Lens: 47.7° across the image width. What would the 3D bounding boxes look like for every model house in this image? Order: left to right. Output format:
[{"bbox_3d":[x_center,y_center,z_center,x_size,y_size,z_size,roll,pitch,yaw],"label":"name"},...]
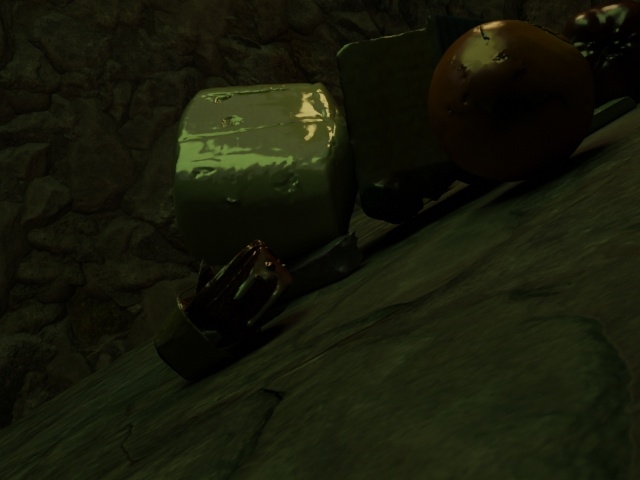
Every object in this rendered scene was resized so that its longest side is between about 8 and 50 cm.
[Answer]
[{"bbox_3d":[0.247,-0.220,1.466,0.343,0.334,0.382,-11,-8,11],"label":"model house"}]

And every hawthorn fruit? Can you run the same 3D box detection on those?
[{"bbox_3d":[0.567,-0.352,1.410,0.208,0.208,0.248,-29,-11,27],"label":"hawthorn fruit"}]

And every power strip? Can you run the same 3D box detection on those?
[{"bbox_3d":[0.448,-0.190,1.292,0.253,0.027,0.060,-30,6,-4],"label":"power strip"}]

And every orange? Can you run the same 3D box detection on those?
[{"bbox_3d":[0.286,-0.209,1.087,0.246,0.246,0.246,-30,3,2],"label":"orange"}]

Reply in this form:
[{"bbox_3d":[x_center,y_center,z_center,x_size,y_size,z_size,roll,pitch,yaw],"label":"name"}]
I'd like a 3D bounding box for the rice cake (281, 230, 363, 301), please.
[{"bbox_3d":[-0.054,0.077,1.391,0.399,0.064,0.070,-27,14,51],"label":"rice cake"}]

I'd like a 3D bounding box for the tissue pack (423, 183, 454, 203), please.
[{"bbox_3d":[0.272,-0.137,1.864,0.095,0.062,0.176,-32,4,-4],"label":"tissue pack"}]

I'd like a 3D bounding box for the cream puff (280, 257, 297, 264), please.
[{"bbox_3d":[-0.088,0.047,1.632,0.189,0.129,0.189,-31,-1,0],"label":"cream puff"}]

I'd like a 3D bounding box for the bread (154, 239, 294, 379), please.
[{"bbox_3d":[-0.144,0.097,1.105,0.212,0.142,0.224,-47,-1,10],"label":"bread"}]

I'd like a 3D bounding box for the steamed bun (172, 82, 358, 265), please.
[{"bbox_3d":[-0.101,-0.130,1.521,0.372,0.289,0.455,-4,41,5],"label":"steamed bun"}]
